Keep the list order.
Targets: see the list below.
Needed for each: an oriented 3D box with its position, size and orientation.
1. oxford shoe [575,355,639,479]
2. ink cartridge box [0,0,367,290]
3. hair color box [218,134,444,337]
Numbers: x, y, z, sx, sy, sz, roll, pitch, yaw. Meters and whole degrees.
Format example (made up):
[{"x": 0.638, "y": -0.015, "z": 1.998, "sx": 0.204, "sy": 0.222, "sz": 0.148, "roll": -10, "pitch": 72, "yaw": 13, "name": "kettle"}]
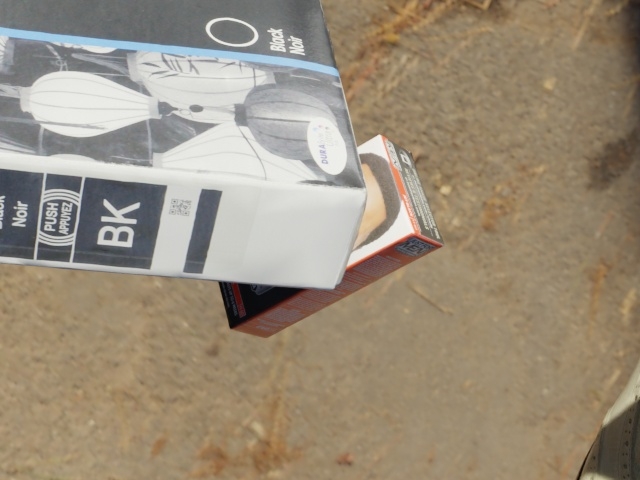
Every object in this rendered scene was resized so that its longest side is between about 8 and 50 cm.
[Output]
[{"x": 0.226, "y": 0.122, "z": 0.730, "sx": 0.146, "sy": 0.140, "sz": 0.397, "roll": 47, "pitch": 61, "yaw": -69, "name": "oxford shoe"}, {"x": -0.155, "y": -0.066, "z": 0.516, "sx": 0.332, "sy": 0.165, "sz": 0.065, "roll": 4, "pitch": 132, "yaw": -14, "name": "ink cartridge box"}, {"x": 0.000, "y": 0.000, "z": 0.777, "sx": 0.141, "sy": 0.072, "sz": 0.043, "roll": -29, "pitch": 153, "yaw": 24, "name": "hair color box"}]
